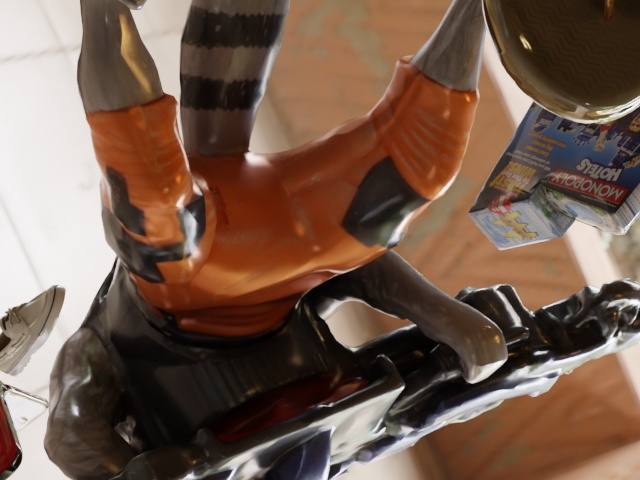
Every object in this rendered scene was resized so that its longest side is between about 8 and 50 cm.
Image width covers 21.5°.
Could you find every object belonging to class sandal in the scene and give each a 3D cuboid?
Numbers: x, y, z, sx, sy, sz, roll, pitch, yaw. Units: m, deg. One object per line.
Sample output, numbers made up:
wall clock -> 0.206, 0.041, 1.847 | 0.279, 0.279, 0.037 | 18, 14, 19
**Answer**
sandal -> 0.108, -0.120, 0.511 | 0.072, 0.180, 0.049 | 33, -9, 10

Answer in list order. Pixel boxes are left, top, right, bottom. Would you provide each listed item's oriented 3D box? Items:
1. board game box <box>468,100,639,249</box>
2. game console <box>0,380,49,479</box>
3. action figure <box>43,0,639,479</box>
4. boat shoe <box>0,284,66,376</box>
board game box -> 0.228, -0.066, 1.434 | 0.060, 0.194, 0.194 | 45, -10, -34
game console -> -0.232, 0.157, 1.040 | 0.085, 0.144, 0.124 | 50, 4, -39
action figure -> 0.000, 0.000, 0.742 | 0.341, 0.330, 0.178 | -14, 51, -34
boat shoe -> -0.232, 0.067, 1.307 | 0.035, 0.100, 0.035 | 23, 40, -22
